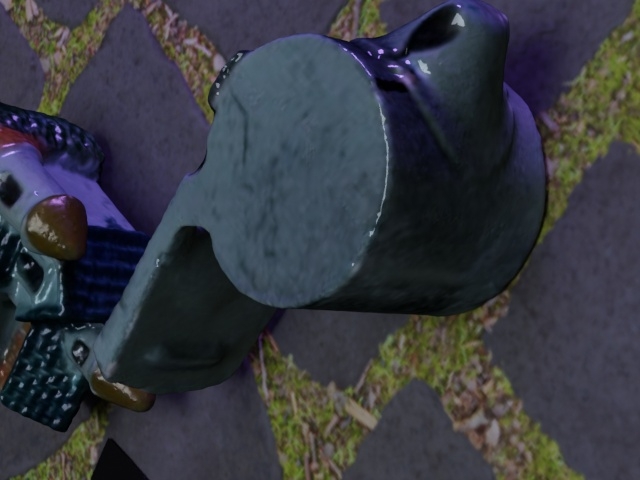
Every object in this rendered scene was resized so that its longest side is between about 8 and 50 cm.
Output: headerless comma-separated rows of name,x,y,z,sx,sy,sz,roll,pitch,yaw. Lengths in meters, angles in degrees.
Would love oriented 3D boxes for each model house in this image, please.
model house,-0.243,0.050,1.372,0.291,0.184,0.253,40,109,35

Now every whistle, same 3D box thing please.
whistle,-0.016,-0.021,1.148,0.405,0.168,0.188,-24,70,41

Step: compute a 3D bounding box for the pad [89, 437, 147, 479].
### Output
pad,-0.150,0.308,1.365,0.245,0.006,0.170,38,111,40
